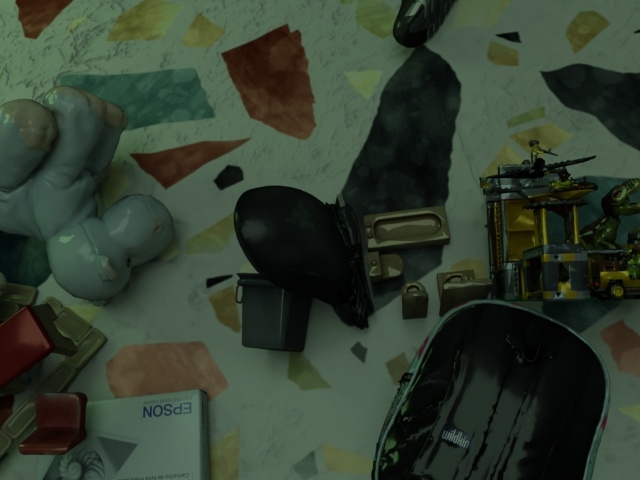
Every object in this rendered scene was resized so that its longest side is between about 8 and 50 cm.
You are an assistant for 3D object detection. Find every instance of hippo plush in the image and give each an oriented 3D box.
[{"bbox_3d":[-0.328,-0.044,0.904,0.236,0.234,0.294,46,60,9],"label":"hippo plush"}]

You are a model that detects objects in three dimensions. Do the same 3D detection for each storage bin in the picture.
[{"bbox_3d":[-0.063,0.096,0.876,0.098,0.135,0.091,2,79,13],"label":"storage bin"}]

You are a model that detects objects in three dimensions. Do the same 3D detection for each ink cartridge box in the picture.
[{"bbox_3d":[-0.251,0.312,0.859,0.223,0.045,0.224,-8,68,5],"label":"ink cartridge box"}]

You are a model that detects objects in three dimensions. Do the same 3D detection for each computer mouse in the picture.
[{"bbox_3d":[0.000,0.000,0.823,0.072,0.272,0.189,-23,68,24],"label":"computer mouse"}]

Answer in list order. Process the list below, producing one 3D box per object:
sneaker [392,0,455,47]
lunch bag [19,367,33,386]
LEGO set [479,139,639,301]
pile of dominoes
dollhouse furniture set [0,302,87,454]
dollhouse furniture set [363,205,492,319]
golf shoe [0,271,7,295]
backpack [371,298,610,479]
[{"bbox_3d":[0.143,-0.400,1.070,0.132,0.086,0.229,28,65,21],"label":"sneaker"},{"bbox_3d":[-0.425,0.169,0.907,0.071,0.053,0.083,-7,52,-3],"label":"lunch bag"},{"bbox_3d":[0.307,-0.030,0.765,0.254,0.331,0.192,-3,85,12],"label":"LEGO set"},{"bbox_3d":[-0.449,0.186,0.952,0.196,0.040,0.251,32,68,19],"label":"pile of dominoes"},{"bbox_3d":[-0.445,0.260,0.788,0.374,0.152,0.201,-36,83,0],"label":"dollhouse furniture set"},{"bbox_3d":[0.131,0.013,0.881,0.144,0.123,0.151,-7,68,5],"label":"dollhouse furniture set"},{"bbox_3d":[-0.567,0.095,0.964,0.272,0.105,0.120,0,31,24],"label":"golf shoe"},{"bbox_3d":[0.194,0.202,0.764,0.225,0.191,0.254,21,80,12],"label":"backpack"}]
